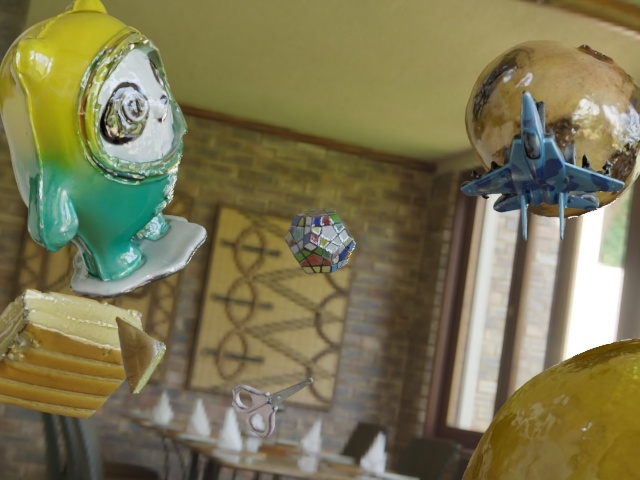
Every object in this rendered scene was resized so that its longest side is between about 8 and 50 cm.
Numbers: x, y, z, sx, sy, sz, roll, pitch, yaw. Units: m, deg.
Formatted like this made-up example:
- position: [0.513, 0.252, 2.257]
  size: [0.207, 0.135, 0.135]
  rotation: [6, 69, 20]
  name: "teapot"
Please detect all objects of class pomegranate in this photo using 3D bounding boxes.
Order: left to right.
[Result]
- position: [0.392, -0.188, 1.739]
  size: [0.322, 0.322, 0.322]
  rotation: [9, -8, 1]
  name: "pomegranate"

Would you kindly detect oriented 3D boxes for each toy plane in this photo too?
- position: [0.218, -0.087, 1.062]
  size: [0.169, 0.078, 0.246]
  rotation: [-1, -33, 17]
  name: "toy plane"

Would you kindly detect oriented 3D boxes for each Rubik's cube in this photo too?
- position: [0.000, 0.000, 1.640]
  size: [0.111, 0.111, 0.093]
  rotation: [11, -17, -11]
  name: "Rubik's cube"

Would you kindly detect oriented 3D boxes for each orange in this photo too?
- position: [0.225, 0.191, 0.673]
  size: [0.279, 0.235, 0.279]
  rotation: [14, -48, 16]
  name: "orange"

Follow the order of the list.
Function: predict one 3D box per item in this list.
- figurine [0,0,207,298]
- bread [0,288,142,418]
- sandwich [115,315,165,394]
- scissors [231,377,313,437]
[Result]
- position: [-0.281, -0.120, 1.303]
  size: [0.231, 0.340, 0.323]
  rotation: [-2, 29, 20]
  name: "figurine"
- position: [-0.461, 0.195, 1.824]
  size: [0.246, 0.111, 0.239]
  rotation: [17, -47, -35]
  name: "bread"
- position: [-0.179, 0.113, 1.063]
  size: [0.044, 0.083, 0.031]
  rotation: [-12, -15, 1]
  name: "sandwich"
- position: [-0.073, 0.259, 1.710]
  size: [0.189, 0.100, 0.015]
  rotation: [-33, 1, 41]
  name: "scissors"
